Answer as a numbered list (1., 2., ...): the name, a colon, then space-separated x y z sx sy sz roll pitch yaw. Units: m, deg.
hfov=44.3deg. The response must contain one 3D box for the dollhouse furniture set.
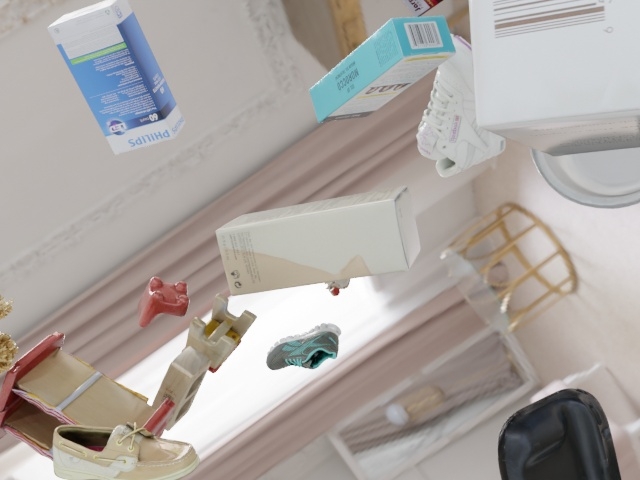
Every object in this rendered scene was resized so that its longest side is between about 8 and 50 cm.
1. dollhouse furniture set: -0.277 0.198 1.163 0.201 0.152 0.374 31 -150 6

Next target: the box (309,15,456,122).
1. box: 0.086 -0.252 1.181 0.244 0.101 0.060 -26 78 58

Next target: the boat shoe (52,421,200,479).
1. boat shoe: -0.172 0.182 0.682 0.050 0.136 0.045 -62 -33 -71

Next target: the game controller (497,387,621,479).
1. game controller: 0.280 0.330 0.864 0.067 0.167 0.319 -13 90 62

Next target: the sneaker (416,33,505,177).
1. sneaker: 0.232 -0.213 1.337 0.114 0.152 0.305 56 177 38

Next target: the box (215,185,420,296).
1. box: 0.000 0.000 1.331 0.148 0.311 0.121 -39 -61 -69

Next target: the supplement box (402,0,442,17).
1. supplement box: 0.217 -0.492 1.298 0.130 0.239 0.073 40 -140 -28

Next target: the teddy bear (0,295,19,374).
1. teddy bear: -0.487 0.131 0.926 0.245 0.338 0.113 10 -122 -52

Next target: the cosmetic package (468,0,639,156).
1. cosmetic package: 0.379 -0.285 0.903 0.394 0.328 0.329 -5 -89 -63

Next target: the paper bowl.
1. paper bowl: 0.504 -0.191 1.358 0.284 0.284 0.148 57 -161 -15

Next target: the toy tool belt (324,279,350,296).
1. toy tool belt: 0.034 0.089 1.701 0.052 0.083 0.051 40 148 -21

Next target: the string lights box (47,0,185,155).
1. string lights box: -0.365 -0.296 1.430 0.076 0.134 0.259 -76 -31 -56

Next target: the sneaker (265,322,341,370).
1. sneaker: -0.034 0.220 1.520 0.065 0.167 0.076 48 -157 -37
